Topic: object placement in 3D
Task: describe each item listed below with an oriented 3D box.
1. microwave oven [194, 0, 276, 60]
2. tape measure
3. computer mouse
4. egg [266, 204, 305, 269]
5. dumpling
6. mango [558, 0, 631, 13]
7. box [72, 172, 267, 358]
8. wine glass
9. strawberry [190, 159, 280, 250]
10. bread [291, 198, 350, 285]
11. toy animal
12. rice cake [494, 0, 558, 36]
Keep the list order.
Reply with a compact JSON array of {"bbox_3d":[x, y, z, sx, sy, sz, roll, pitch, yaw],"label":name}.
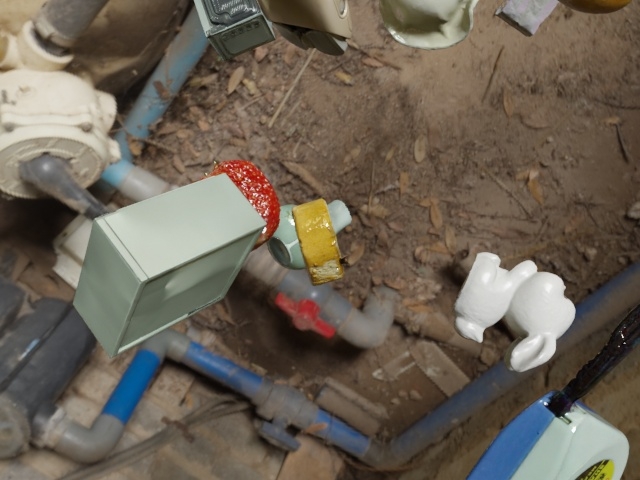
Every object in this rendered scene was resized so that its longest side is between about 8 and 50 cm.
[{"bbox_3d":[-0.208,-0.551,1.499,0.162,0.122,0.208,-21,74,7],"label":"microwave oven"},{"bbox_3d":[0.287,0.217,0.734,0.215,0.098,0.351,28,99,-46],"label":"tape measure"},{"bbox_3d":[-0.032,-0.378,1.002,0.145,0.082,0.236,20,159,25],"label":"computer mouse"},{"bbox_3d":[-0.080,-0.009,1.940,0.168,0.168,0.230,2,140,16],"label":"egg"},{"bbox_3d":[0.184,-0.365,1.007,0.169,0.100,0.134,-24,102,5],"label":"dumpling"},{"bbox_3d":[0.431,-0.526,1.158,0.316,0.192,0.146,34,133,-3],"label":"mango"},{"bbox_3d":[-0.233,0.034,0.987,0.117,0.225,0.225,50,137,14],"label":"box"},{"bbox_3d":[-0.019,-0.021,1.484,0.079,0.195,0.079,36,143,33],"label":"wine glass"},{"bbox_3d":[-0.217,-0.067,1.669,0.257,0.277,0.257,-14,123,-23],"label":"strawberry"},{"bbox_3d":[0.000,0.000,1.094,0.073,0.122,0.149,-16,147,0],"label":"bread"},{"bbox_3d":[0.320,0.120,1.110,0.193,0.178,0.127,33,169,14],"label":"toy animal"},{"bbox_3d":[0.532,-0.611,1.475,0.106,0.050,0.298,29,121,-12],"label":"rice cake"}]
